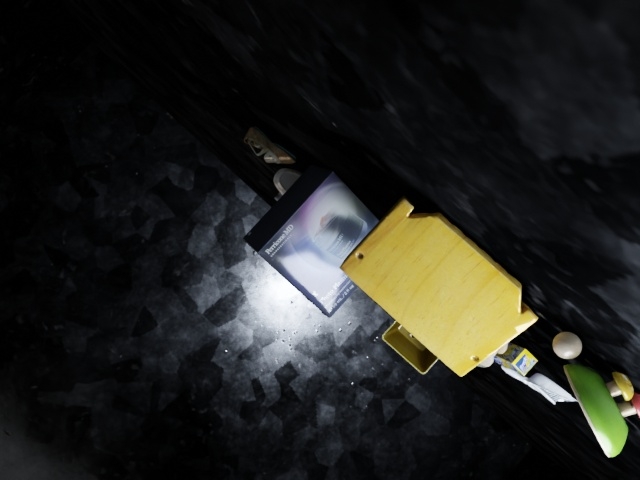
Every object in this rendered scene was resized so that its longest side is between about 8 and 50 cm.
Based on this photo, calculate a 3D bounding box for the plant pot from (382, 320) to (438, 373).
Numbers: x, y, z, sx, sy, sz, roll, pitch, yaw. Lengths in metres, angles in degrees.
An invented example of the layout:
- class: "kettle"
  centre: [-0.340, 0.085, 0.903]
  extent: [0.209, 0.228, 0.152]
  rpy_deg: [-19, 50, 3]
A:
- class: "plant pot"
  centre: [0.389, 0.356, 2.259]
  extent: [0.212, 0.212, 0.187]
  rpy_deg: [41, -173, 8]

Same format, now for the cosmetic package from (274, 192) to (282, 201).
- class: "cosmetic package"
  centre: [-0.074, -0.116, 2.384]
  extent: [0.117, 0.085, 0.231]
  rpy_deg: [35, 170, 46]

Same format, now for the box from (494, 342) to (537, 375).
- class: "box"
  centre: [0.537, 0.327, 1.648]
  extent: [0.054, 0.059, 0.169]
  rpy_deg: [45, 174, -7]

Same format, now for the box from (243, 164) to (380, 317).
- class: "box"
  centre: [0.000, 0.000, 1.617]
  extent: [0.294, 0.296, 0.183]
  rpy_deg: [44, 175, -23]

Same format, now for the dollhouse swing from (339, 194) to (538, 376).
- class: "dollhouse swing"
  centre: [0.269, 0.062, 1.299]
  extent: [0.347, 0.315, 0.305]
  rpy_deg: [42, -146, 2]

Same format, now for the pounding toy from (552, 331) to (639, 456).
- class: "pounding toy"
  centre: [0.553, 0.284, 1.125]
  extent: [0.183, 0.110, 0.237]
  rpy_deg: [30, -143, -60]

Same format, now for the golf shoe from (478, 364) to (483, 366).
- class: "golf shoe"
  centre: [0.575, 0.412, 2.149]
  extent: [0.086, 0.069, 0.176]
  rpy_deg: [21, -169, -35]

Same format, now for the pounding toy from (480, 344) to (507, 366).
- class: "pounding toy"
  centre: [0.409, 0.208, 1.584]
  extent: [0.269, 0.155, 0.154]
  rpy_deg: [24, 135, 45]

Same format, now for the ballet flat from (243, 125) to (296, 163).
- class: "ballet flat"
  centre: [-0.161, -0.277, 1.791]
  extent: [0.206, 0.067, 0.073]
  rpy_deg: [38, 173, 31]

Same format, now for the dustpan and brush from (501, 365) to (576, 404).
- class: "dustpan and brush"
  centre: [0.633, 0.422, 1.708]
  extent: [0.211, 0.060, 0.147]
  rpy_deg: [40, 174, 18]

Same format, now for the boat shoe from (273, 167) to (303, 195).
- class: "boat shoe"
  centre: [-0.021, -0.133, 1.825]
  extent: [0.277, 0.098, 0.096]
  rpy_deg: [34, 177, -19]
